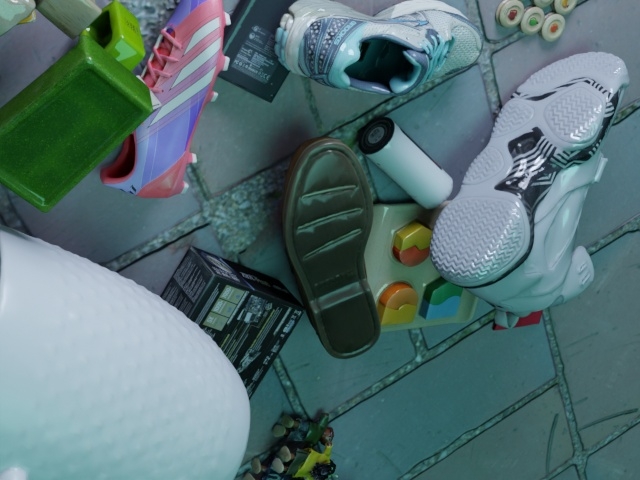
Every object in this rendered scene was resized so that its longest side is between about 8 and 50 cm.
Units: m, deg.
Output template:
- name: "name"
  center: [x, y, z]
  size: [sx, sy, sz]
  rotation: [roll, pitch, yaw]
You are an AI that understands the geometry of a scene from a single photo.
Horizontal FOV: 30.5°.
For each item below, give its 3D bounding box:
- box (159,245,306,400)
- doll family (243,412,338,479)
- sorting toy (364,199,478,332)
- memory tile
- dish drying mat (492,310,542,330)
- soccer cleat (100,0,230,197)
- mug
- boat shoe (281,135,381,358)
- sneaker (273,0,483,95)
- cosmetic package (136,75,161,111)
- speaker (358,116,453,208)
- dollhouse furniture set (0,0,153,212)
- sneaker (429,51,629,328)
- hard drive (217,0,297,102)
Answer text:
- name: "box"
  center: [-0.131, 0.119, 1.421]
  size: [0.147, 0.077, 0.180]
  rotation: [23, 104, -38]
- name: "doll family"
  center: [-0.034, 0.327, 1.611]
  size: [0.111, 0.076, 0.193]
  rotation: [22, 109, -42]
- name: "sorting toy"
  center: [0.140, 0.038, 1.562]
  size: [0.208, 0.038, 0.193]
  rotation: [-2, 118, -30]
- name: "memory tile"
  center: [0.285, -0.323, 1.453]
  size: [0.113, 0.012, 0.148]
  rotation: [10, 111, -35]
- name: "dish drying mat"
  center: [0.289, 0.113, 1.716]
  size: [0.083, 0.008, 0.032]
  rotation: [-7, 121, -29]
- name: "soccer cleat"
  center: [-0.164, -0.158, 1.241]
  size: [0.095, 0.083, 0.248]
  rotation: [4, 117, -28]
- name: "mug"
  center: [-0.239, 0.196, 1.170]
  size: [0.328, 0.374, 0.276]
  rotation: [26, 119, -33]
- name: "boat shoe"
  center: [0.000, 0.000, 1.418]
  size: [0.111, 0.104, 0.307]
  rotation: [-14, 125, -13]
- name: "sneaker"
  center: [0.089, -0.202, 1.322]
  size: [0.283, 0.122, 0.110]
  rotation: [-9, 125, -37]
- name: "cosmetic package"
  center: [-0.224, -0.116, 1.201]
  size: [0.115, 0.060, 0.041]
  rotation: [-37, 94, 19]
- name: "speaker"
  center: [0.107, -0.094, 1.453]
  size: [0.055, 0.055, 0.136]
  rotation: [-49, 130, 3]
- name: "dollhouse furniture set"
  center: [-0.314, -0.204, 1.063]
  size: [0.151, 0.197, 0.301]
  rotation: [-38, 129, 16]
- name: "sneaker"
  center: [0.294, -0.059, 1.524]
  size: [0.366, 0.137, 0.210]
  rotation: [-54, 138, -11]
- name: "hard drive"
  center: [-0.058, -0.229, 1.295]
  size: [0.094, 0.022, 0.135]
  rotation: [23, 104, -38]
